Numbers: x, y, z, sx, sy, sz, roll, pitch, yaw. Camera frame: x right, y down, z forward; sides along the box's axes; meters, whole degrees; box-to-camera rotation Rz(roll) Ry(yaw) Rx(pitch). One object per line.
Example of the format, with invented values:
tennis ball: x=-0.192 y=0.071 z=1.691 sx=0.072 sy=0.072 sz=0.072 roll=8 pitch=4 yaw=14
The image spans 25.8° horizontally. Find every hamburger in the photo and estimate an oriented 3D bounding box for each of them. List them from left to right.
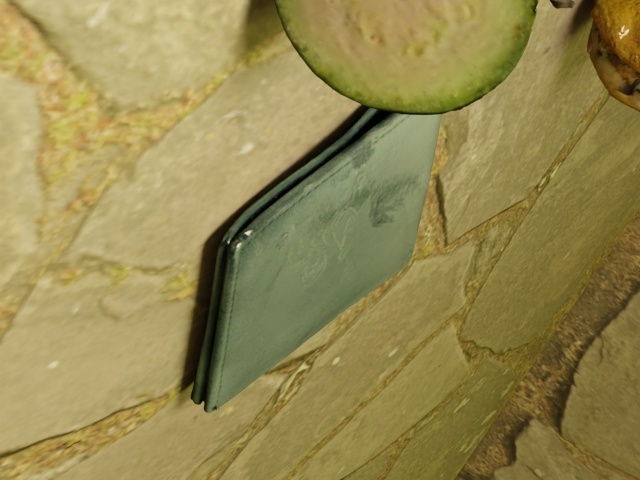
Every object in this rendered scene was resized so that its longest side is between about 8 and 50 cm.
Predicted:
hamburger: x=0.408 y=-0.275 z=1.634 sx=0.283 sy=0.156 sz=0.144 roll=-45 pitch=145 yaw=-26

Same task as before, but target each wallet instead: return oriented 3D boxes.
wallet: x=-0.001 y=-0.001 z=1.226 sx=0.290 sy=0.054 sz=0.251 roll=-37 pitch=153 yaw=-33

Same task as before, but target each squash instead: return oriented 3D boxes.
squash: x=0.063 y=-0.178 z=0.872 sx=0.123 sy=0.170 sz=0.170 roll=-61 pitch=174 yaw=-46

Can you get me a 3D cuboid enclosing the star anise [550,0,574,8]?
star anise: x=0.174 y=-0.255 z=1.095 sx=0.198 sy=0.110 sz=0.257 roll=-44 pitch=168 yaw=-32
